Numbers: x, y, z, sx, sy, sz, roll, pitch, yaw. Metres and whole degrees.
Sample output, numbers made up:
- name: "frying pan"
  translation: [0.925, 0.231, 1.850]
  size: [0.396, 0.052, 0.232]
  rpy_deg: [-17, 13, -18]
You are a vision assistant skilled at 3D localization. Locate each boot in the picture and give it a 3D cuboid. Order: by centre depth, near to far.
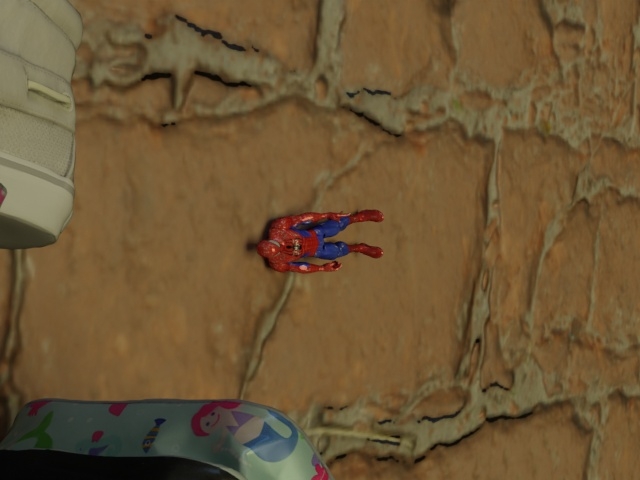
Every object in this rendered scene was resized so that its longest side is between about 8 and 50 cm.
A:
- name: "boot"
  translation: [-0.195, -0.084, 0.590]
  size: [0.258, 0.095, 0.123]
  rpy_deg: [26, 64, -56]

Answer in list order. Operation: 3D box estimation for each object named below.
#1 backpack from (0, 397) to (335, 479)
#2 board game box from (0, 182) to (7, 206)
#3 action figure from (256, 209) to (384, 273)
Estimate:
- name: "backpack"
  translation: [-0.076, 0.196, 0.654]
  size: [0.191, 0.225, 0.253]
  rpy_deg: [-51, 124, -42]
- name: "board game box"
  translation: [-0.263, 0.061, 0.421]
  size: [0.224, 0.097, 0.303]
  rpy_deg: [31, 91, -50]
- name: "action figure"
  translation: [0.000, 0.000, 0.899]
  size: [0.115, 0.030, 0.038]
  rpy_deg: [-9, 107, -50]
